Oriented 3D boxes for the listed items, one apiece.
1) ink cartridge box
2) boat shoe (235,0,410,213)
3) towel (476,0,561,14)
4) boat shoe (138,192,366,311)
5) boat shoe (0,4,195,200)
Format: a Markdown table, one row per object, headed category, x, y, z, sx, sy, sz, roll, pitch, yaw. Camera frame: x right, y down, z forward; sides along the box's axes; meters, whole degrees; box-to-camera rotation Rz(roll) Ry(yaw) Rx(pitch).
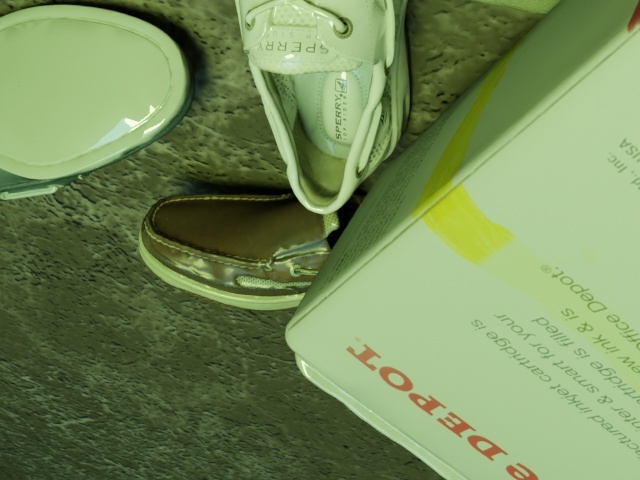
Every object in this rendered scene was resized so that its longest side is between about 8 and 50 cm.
| category | x | y | z | sx | sy | sz | roll | pitch | yaw |
| --- | --- | --- | --- | --- | --- | --- | --- | --- | --- |
| ink cartridge box | 0.196 | 0.007 | 0.493 | 0.279 | 0.160 | 0.385 | 38 | 142 | -8 |
| boat shoe | 0.000 | -0.126 | 0.565 | 0.098 | 0.096 | 0.277 | 7 | 139 | 20 |
| towel | 0.196 | -0.214 | 0.421 | 0.324 | 0.056 | 0.312 | 11 | 143 | 10 |
| boat shoe | 0.001 | -0.006 | 0.717 | 0.257 | 0.095 | 0.095 | 8 | 138 | -1 |
| boat shoe | -0.214 | -0.087 | 0.740 | 0.319 | 0.116 | 0.099 | -11 | 174 | 26 |
